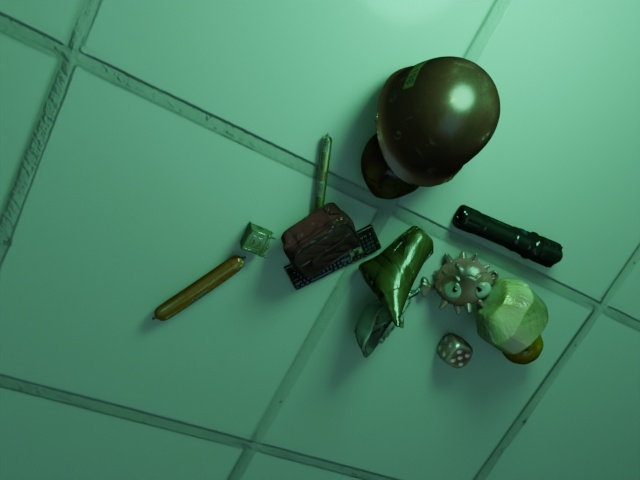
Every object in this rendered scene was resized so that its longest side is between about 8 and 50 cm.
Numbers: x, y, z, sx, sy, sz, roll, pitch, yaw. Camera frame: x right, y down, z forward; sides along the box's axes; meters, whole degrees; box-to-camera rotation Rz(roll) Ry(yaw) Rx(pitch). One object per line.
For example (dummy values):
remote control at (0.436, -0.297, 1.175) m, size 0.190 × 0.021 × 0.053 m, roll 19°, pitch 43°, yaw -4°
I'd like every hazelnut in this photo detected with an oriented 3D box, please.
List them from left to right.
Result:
hazelnut at (0.208, -0.229, 1.644) m, size 0.208 × 0.208 × 0.208 m, roll -5°, pitch 113°, yaw -11°

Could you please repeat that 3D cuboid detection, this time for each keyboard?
keyboard at (0.041, 0.054, 1.793) m, size 0.316 × 0.027 × 0.106 m, roll -27°, pitch 116°, yaw -1°

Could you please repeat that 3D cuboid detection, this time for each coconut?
coconut at (0.644, 0.256, 1.894) m, size 0.259 × 0.259 × 0.259 m, roll -5°, pitch 113°, yaw -11°

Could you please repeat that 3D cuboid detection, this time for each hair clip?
hair clip at (0.255, 0.236, 1.850) m, size 0.054 × 0.140 × 0.220 m, roll 33°, pitch 69°, yaw 10°

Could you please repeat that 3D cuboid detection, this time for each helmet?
helmet at (0.347, -0.347, 1.502) m, size 0.337 × 0.230 × 0.385 m, roll 47°, pitch 60°, yaw -13°

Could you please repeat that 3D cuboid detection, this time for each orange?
orange at (0.734, 0.374, 2.038) m, size 0.154 × 0.134 × 0.155 m, roll 2°, pitch 104°, yaw 9°

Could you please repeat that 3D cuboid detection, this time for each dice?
dice at (0.482, 0.396, 2.000) m, size 0.094 × 0.093 × 0.091 m, roll 28°, pitch 103°, yaw -21°

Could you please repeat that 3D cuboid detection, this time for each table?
table at (-0.191, 0.000, 1.695) m, size 0.083 × 0.062 × 0.079 m, roll 23°, pitch 106°, yaw -21°

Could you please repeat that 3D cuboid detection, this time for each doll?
doll at (0.462, 0.141, 1.865) m, size 0.261 × 0.093 × 0.211 m, roll -5°, pitch 82°, yaw 18°

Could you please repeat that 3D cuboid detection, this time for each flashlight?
flashlight at (0.627, -0.018, 1.867) m, size 0.423 × 0.103 × 0.103 m, roll 21°, pitch 106°, yaw -19°

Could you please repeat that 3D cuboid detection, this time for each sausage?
sausage at (-0.374, 0.149, 1.718) m, size 0.347 × 0.053 × 0.053 m, roll -34°, pitch 115°, yaw 2°
sausage at (0.005, -0.191, 1.680) m, size 0.032 × 0.033 × 0.269 m, roll 2°, pitch 111°, yaw -14°

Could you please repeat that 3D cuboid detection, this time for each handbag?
handbag at (0.000, 0.000, 1.686) m, size 0.225 × 0.135 × 0.146 m, roll -32°, pitch 138°, yaw -1°

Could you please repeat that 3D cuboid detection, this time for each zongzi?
zongzi at (0.276, 0.105, 1.721) m, size 0.260 × 0.289 × 0.123 m, roll -38°, pitch 124°, yaw 2°

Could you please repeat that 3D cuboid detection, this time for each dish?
dish at (0.166, 0.272, 1.852) m, size 0.081 × 0.229 × 0.230 m, roll 26°, pitch 108°, yaw 20°
